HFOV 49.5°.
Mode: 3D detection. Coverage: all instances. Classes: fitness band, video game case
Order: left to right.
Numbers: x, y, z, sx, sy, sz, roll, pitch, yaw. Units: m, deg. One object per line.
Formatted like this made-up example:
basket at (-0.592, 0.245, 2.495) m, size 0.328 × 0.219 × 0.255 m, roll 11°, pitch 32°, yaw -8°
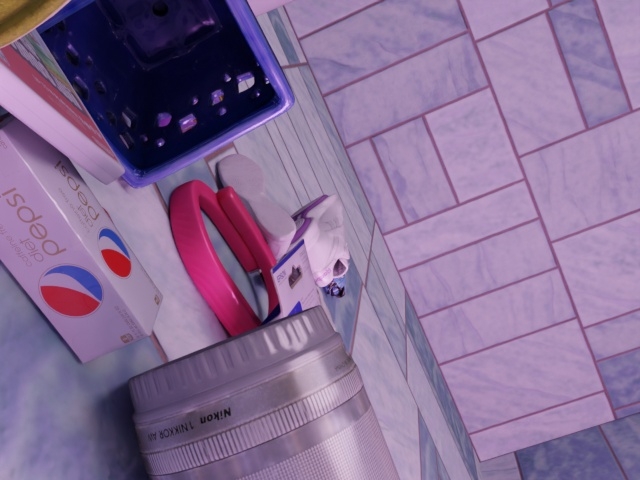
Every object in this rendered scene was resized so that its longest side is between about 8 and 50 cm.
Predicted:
video game case at (-0.276, -0.190, 0.570) m, size 0.285 × 0.025 × 0.204 m, roll 54°, pitch -2°, yaw 18°
fitness band at (-0.128, 0.038, 1.030) m, size 0.209 × 0.054 × 0.291 m, roll -90°, pitch 155°, yaw -54°

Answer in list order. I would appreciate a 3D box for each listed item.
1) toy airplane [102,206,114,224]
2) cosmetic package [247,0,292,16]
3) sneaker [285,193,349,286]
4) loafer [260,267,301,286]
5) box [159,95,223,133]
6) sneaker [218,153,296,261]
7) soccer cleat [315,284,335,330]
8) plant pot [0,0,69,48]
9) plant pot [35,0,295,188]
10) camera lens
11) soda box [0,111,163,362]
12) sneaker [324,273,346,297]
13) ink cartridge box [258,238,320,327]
toy airplane at (-0.215, 0.002, 0.698) m, size 0.151 × 0.028 × 0.151 m, roll 56°, pitch -10°, yaw 15°
cosmetic package at (-0.154, -0.644, 1.318) m, size 0.393 × 0.327 × 0.329 m, roll -79°, pitch 147°, yaw -86°
sneaker at (0.000, 0.000, 1.479) m, size 0.152 × 0.114 × 0.305 m, roll 53°, pitch 24°, yaw -11°
loafer at (-0.058, 0.083, 1.230) m, size 0.170 × 0.062 × 0.061 m, roll 34°, pitch 41°, yaw -67°
box at (-0.223, -0.263, 1.113) m, size 0.293 × 0.057 × 0.201 m, roll -28°, pitch 96°, yaw -78°
sneaker at (-0.121, -0.054, 1.196) m, size 0.212 × 0.080 × 0.094 m, roll 57°, pitch -31°, yaw 28°
soccer cleat at (-0.002, 0.164, 1.323) m, size 0.196 × 0.068 × 0.076 m, roll -103°, pitch 169°, yaw -47°
plant pot at (-0.293, -0.302, 0.280) m, size 0.353 × 0.366 × 0.366 m, roll 7°, pitch 61°, yaw -65°
plant pot at (-0.190, -0.243, 0.826) m, size 0.236 × 0.236 × 0.212 m, roll 57°, pitch 11°, yaw -39°
camera lens at (-0.041, 0.224, 0.659) m, size 0.219 × 0.219 × 0.274 m, roll -2°, pitch 71°, yaw -77°
soda box at (-0.226, -0.001, 0.598) m, size 0.069 × 0.074 × 0.216 m, roll -92°, pitch 157°, yaw -61°
sneaker at (0.030, 0.089, 1.600) m, size 0.162 × 0.063 × 0.073 m, roll 45°, pitch 29°, yaw -62°
ink cartridge box at (-0.024, 0.197, 0.998) m, size 0.176 × 0.069 × 0.371 m, roll -47°, pitch 127°, yaw -71°
